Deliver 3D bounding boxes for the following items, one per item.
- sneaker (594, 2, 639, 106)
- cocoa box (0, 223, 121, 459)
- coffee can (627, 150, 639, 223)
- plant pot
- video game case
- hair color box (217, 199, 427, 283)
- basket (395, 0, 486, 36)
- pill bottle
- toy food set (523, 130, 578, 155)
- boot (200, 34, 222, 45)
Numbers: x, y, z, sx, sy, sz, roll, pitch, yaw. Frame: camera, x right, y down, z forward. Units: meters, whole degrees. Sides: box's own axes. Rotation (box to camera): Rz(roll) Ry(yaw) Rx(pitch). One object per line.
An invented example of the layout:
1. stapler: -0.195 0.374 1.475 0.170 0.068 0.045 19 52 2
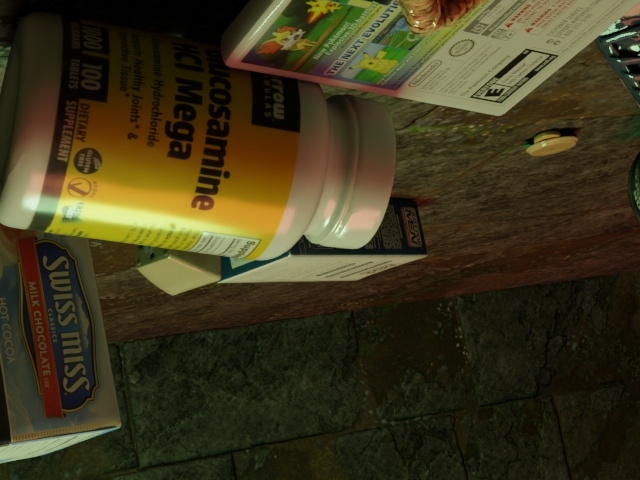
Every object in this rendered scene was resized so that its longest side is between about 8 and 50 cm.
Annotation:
1. sneaker: 0.359 -0.168 1.258 0.319 0.131 0.112 27 152 -35
2. cocoa box: -0.393 0.075 1.384 0.228 0.347 0.231 -4 167 -35
3. coffee can: 0.579 -0.107 1.835 0.202 0.201 0.275 -12 169 3
4. plant pot: -0.226 0.012 1.910 0.109 0.109 0.096 -18 155 33
5. video game case: 0.124 -0.214 0.984 0.300 0.036 0.329 6 152 -31
6. hair color box: 0.000 0.000 2.052 0.174 0.105 0.347 -20 166 40
7. basket: 0.115 -0.249 0.553 0.214 0.223 0.299 -12 169 3
8. pill bottle: -0.111 -0.083 1.102 0.334 0.187 0.188 8 163 -21
9. toy food set: 0.348 -0.147 1.870 0.083 0.020 0.082 -6 169 -27
10. boot: -0.136 -0.138 1.276 0.190 0.076 0.208 -22 177 -10
